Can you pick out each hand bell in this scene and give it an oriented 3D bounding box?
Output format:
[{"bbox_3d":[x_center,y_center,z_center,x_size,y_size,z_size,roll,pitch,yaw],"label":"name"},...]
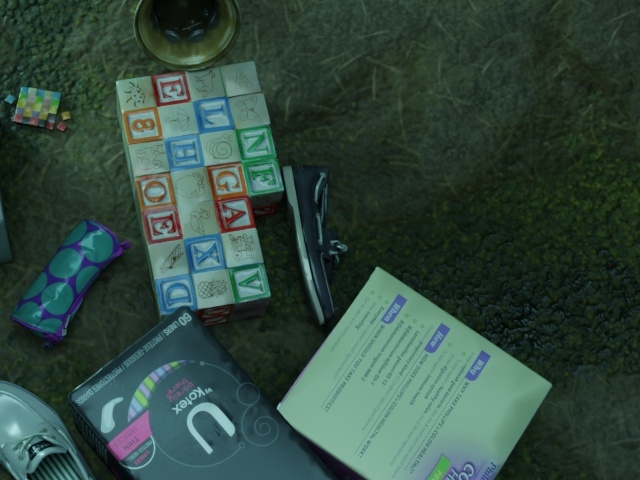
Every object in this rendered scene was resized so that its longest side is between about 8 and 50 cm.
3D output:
[{"bbox_3d":[-0.177,-0.322,1.629,0.126,0.126,0.242,-6,38,-10],"label":"hand bell"}]

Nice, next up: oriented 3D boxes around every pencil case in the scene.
[{"bbox_3d":[-0.290,0.048,1.530,0.070,0.064,0.152,25,69,18],"label":"pencil case"}]

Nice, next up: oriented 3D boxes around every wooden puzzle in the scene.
[{"bbox_3d":[-0.348,-0.163,1.627,0.083,0.006,0.049,10,70,-4],"label":"wooden puzzle"}]

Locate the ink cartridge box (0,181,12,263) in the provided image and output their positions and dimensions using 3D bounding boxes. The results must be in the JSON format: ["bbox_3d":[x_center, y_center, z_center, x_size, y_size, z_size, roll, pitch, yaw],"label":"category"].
[{"bbox_3d":[-0.414,-0.084,1.514,0.086,0.153,0.208,-9,73,-12],"label":"ink cartridge box"}]

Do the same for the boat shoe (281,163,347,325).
[{"bbox_3d":[0.000,0.000,1.581,0.065,0.075,0.206,-9,68,-7],"label":"boat shoe"}]

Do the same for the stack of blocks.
[{"bbox_3d":[-0.134,-0.053,1.574,0.171,0.087,0.297,-9,72,-11],"label":"stack of blocks"}]

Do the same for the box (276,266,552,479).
[{"bbox_3d":[0.098,0.193,1.503,0.243,0.117,0.213,34,70,6],"label":"box"}]

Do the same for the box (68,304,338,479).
[{"bbox_3d":[-0.122,0.232,1.407,0.165,0.143,0.270,-39,80,-18],"label":"box"}]

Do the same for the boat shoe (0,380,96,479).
[{"bbox_3d":[-0.301,0.237,1.456,0.226,0.076,0.083,44,71,9],"label":"boat shoe"}]
